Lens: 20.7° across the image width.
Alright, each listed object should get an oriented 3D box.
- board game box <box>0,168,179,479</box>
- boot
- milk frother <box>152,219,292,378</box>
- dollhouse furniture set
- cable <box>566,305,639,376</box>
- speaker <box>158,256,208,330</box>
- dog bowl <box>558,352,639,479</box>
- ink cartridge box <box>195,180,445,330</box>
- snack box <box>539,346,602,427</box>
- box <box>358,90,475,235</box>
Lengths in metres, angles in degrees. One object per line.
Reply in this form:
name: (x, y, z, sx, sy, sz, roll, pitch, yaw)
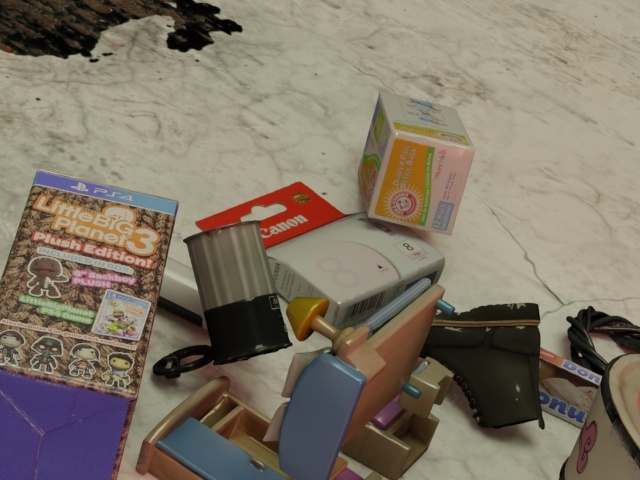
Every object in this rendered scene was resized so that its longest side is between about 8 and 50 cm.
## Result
board game box: (-0.238, 0.118, 1.622, 0.141, 0.232, 0.291, 13, 35, -6)
boot: (0.143, 0.145, 1.888, 0.198, 0.137, 0.077, -9, -10, 20)
milk frother: (-0.115, 0.063, 1.794, 0.143, 0.129, 0.134, -14, 84, -7)
dollhouse furniture set: (-0.002, 0.111, 1.669, 0.198, 0.303, 0.286, 32, 38, 17)
cable: (0.357, 0.137, 2.004, 0.151, 0.047, 0.184, 2, 38, -20)
speaker: (-0.163, 0.048, 1.897, 0.136, 0.055, 0.055, 26, 36, 10)
dog bowl: (0.372, 0.287, 1.525, 0.408, 0.150, 0.408, 31, 20, -13)
ink cartridge box: (0.000, 0.000, 2.032, 0.189, 0.066, 0.232, -23, 56, -42)
snack box: (0.294, 0.176, 1.911, 0.178, 0.064, 0.022, 25, 36, 11)
box: (0.113, -0.095, 2.106, 0.103, 0.114, 0.203, 13, 16, -6)
